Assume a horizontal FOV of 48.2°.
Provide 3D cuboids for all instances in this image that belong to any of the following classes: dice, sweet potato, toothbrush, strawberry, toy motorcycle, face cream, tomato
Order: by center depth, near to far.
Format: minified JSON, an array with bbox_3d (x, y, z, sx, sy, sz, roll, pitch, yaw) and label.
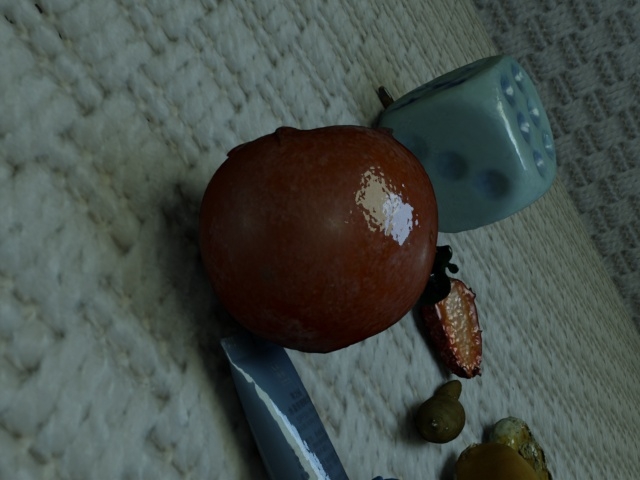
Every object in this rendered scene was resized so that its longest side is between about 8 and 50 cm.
[{"bbox_3d":[-0.006,0.275,0.775,0.385,0.086,0.135,66,17,6],"label":"face cream"},{"bbox_3d":[0.000,0.000,0.786,0.265,0.265,0.265,40,39,-42],"label":"tomato"},{"bbox_3d":[0.122,0.047,1.127,0.187,0.125,0.274,54,32,-6],"label":"toy motorcycle"},{"bbox_3d":[0.195,0.278,1.139,0.074,0.075,0.269,70,17,4],"label":"sweet potato"},{"bbox_3d":[0.227,0.158,1.282,0.121,0.082,0.188,-13,91,-42],"label":"strawberry"},{"bbox_3d":[0.291,-0.189,1.403,0.264,0.263,0.268,-45,113,-52],"label":"dice"},{"bbox_3d":[0.206,-0.195,1.542,0.321,0.023,0.031,57,27,-19],"label":"toothbrush"}]

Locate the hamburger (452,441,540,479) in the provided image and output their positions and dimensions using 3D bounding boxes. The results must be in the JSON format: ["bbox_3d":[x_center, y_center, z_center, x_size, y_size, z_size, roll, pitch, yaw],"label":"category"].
[{"bbox_3d":[0.273,0.424,1.075,0.144,0.157,0.283,51,34,-28],"label":"hamburger"}]

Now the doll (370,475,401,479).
[{"bbox_3d":[0.139,0.443,0.828,0.199,0.145,0.363,135,-68,-82],"label":"doll"}]

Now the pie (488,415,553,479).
[{"bbox_3d":[0.375,0.467,1.332,0.274,0.055,0.274,33,49,-48],"label":"pie"}]
